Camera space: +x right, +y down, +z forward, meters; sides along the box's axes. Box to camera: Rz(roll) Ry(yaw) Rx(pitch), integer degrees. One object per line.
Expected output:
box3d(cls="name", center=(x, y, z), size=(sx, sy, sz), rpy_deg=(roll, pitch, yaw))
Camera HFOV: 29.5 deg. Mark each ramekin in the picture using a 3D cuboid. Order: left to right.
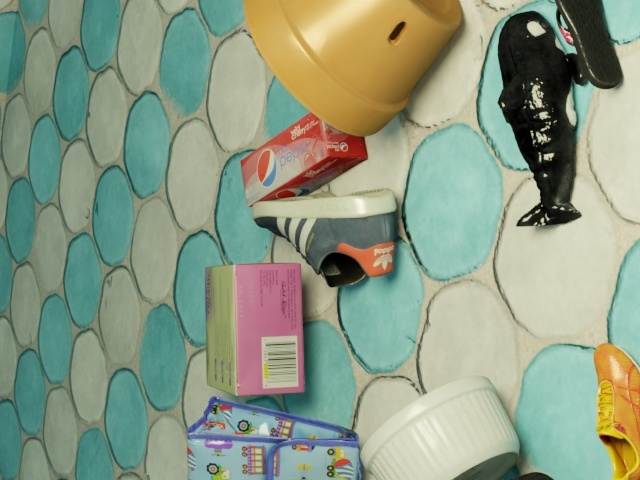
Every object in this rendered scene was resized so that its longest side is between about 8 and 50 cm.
box3d(cls="ramekin", center=(0.167, 0.284, 1.628), size=(0.109, 0.207, 0.207), rpy_deg=(58, 135, 26))

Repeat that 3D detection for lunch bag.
box3d(cls="lunch bag", center=(-0.054, 0.391, 1.944), size=(0.293, 0.138, 0.220), rpy_deg=(5, 110, 13))

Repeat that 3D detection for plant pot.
box3d(cls="plant pot", center=(0.064, -0.323, 1.741), size=(0.203, 0.291, 0.290), rpy_deg=(-36, 60, 30))

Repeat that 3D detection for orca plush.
box3d(cls="orca plush", center=(0.257, -0.161, 1.578), size=(0.151, 0.102, 0.287), rpy_deg=(5, 94, 56))

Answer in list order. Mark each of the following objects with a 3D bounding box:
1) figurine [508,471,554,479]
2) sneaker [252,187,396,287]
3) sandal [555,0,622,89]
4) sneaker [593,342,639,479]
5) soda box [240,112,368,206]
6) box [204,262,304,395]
box3d(cls="figurine", center=(0.187, 0.399, 1.584), size=(0.092, 0.210, 0.215), rpy_deg=(61, 137, 36))
box3d(cls="sneaker", center=(0.000, 0.000, 1.945), size=(0.350, 0.131, 0.148), rpy_deg=(2, 101, 61))
box3d(cls="sandal", center=(0.324, -0.265, 1.519), size=(0.040, 0.067, 0.179), rpy_deg=(137, 123, -61))
box3d(cls="sneaker", center=(0.360, 0.206, 1.458), size=(0.064, 0.067, 0.175), rpy_deg=(-40, 56, 51))
box3d(cls="soda box", center=(-0.032, -0.134, 2.027), size=(0.263, 0.084, 0.092), rpy_deg=(-29, 66, 53))
box3d(cls="box", center=(-0.115, 0.147, 2.061), size=(0.243, 0.117, 0.213), rpy_deg=(171, 97, -73))
